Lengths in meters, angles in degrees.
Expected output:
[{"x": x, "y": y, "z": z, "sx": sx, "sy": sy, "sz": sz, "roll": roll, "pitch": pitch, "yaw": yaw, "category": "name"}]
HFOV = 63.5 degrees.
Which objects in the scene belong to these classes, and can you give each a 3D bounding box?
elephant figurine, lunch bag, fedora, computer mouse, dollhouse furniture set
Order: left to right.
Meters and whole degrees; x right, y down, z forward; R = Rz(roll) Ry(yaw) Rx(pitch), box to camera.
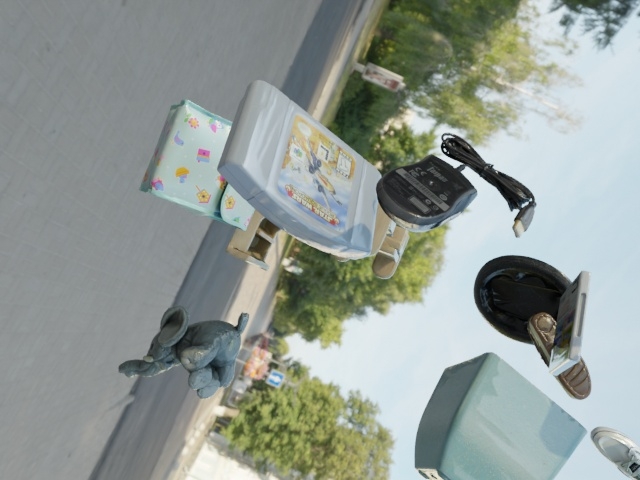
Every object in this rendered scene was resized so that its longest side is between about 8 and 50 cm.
[{"x": -0.304, "y": 0.230, "z": 1.139, "sx": 0.186, "sy": 0.240, "sz": 0.169, "roll": -20, "pitch": 120, "yaw": -51, "category": "elephant figurine"}, {"x": -0.240, "y": -0.160, "z": 1.174, "sx": 0.160, "sy": 0.262, "sz": 0.223, "roll": 12, "pitch": -100, "yaw": 61, "category": "lunch bag"}, {"x": 0.000, "y": 0.000, "z": 1.340, "sx": 0.256, "sy": 0.394, "sz": 0.362, "roll": -66, "pitch": 164, "yaw": -6, "category": "dollhouse furniture set"}, {"x": 0.188, "y": -0.047, "z": 0.712, "sx": 0.262, "sy": 0.184, "sz": 0.060, "roll": -36, "pitch": 161, "yaw": -45, "category": "computer mouse"}, {"x": 0.674, "y": 0.171, "z": 1.667, "sx": 0.153, "sy": 0.334, "sz": 0.334, "roll": -30, "pitch": 152, "yaw": -49, "category": "fedora"}]

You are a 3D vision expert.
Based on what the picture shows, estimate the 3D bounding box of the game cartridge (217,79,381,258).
[{"x": -0.017, "y": -0.098, "z": 0.832, "sx": 0.062, "sy": 0.297, "sz": 0.198, "roll": -26, "pitch": -136, "yaw": 40, "category": "game cartridge"}]

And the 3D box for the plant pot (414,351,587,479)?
[{"x": 0.341, "y": 0.428, "z": 1.095, "sx": 0.252, "sy": 0.247, "sz": 0.248, "roll": -46, "pitch": 173, "yaw": -24, "category": "plant pot"}]

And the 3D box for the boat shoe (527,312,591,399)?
[{"x": 0.684, "y": 0.333, "z": 1.494, "sx": 0.095, "sy": 0.095, "sz": 0.257, "roll": 96, "pitch": -26, "yaw": -71, "category": "boat shoe"}]

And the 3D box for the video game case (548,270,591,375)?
[{"x": 0.551, "y": 0.189, "z": 1.145, "sx": 0.212, "sy": 0.023, "sz": 0.193, "roll": 62, "pitch": 43, "yaw": -65, "category": "video game case"}]

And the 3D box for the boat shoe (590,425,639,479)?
[{"x": 0.811, "y": 0.572, "z": 1.336, "sx": 0.083, "sy": 0.226, "sz": 0.076, "roll": -59, "pitch": 171, "yaw": 15, "category": "boat shoe"}]
